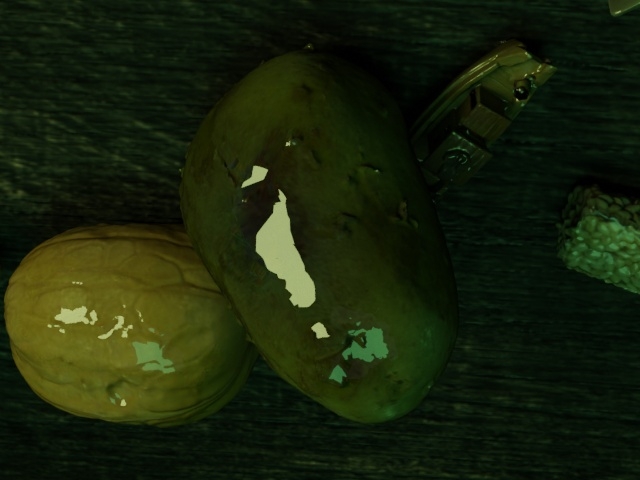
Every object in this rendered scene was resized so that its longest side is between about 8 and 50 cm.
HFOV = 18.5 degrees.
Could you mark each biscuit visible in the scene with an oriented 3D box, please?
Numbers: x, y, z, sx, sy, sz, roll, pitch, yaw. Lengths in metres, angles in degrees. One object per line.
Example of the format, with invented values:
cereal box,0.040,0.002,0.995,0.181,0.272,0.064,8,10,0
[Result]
biscuit,0.285,0.006,1.669,0.168,0.070,0.082,18,125,-7

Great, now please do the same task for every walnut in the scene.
walnut,-0.161,0.072,1.690,0.226,0.193,0.193,2,130,3

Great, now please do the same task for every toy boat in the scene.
toy boat,0.114,-0.087,1.603,0.064,0.072,0.206,29,127,-21

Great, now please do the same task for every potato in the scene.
potato,0.000,0.000,1.561,0.210,0.307,0.173,-33,160,23

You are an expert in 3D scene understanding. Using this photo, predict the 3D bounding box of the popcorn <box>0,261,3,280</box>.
popcorn,-0.403,0.064,1.693,0.266,0.192,0.233,-23,126,-9

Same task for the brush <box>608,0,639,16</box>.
brush,0.356,-0.254,1.456,0.321,0.060,0.050,-24,111,22
